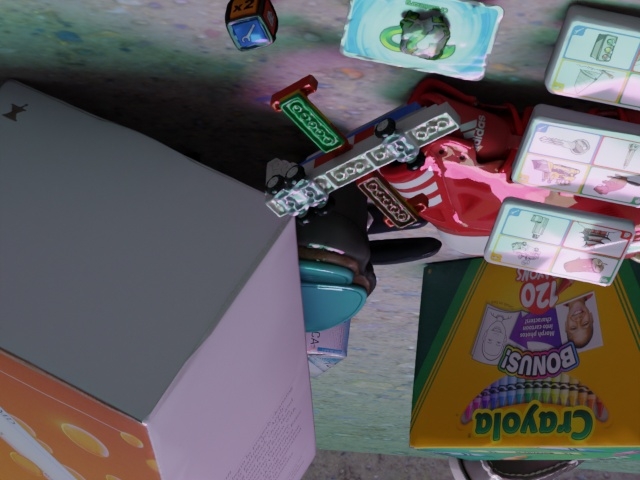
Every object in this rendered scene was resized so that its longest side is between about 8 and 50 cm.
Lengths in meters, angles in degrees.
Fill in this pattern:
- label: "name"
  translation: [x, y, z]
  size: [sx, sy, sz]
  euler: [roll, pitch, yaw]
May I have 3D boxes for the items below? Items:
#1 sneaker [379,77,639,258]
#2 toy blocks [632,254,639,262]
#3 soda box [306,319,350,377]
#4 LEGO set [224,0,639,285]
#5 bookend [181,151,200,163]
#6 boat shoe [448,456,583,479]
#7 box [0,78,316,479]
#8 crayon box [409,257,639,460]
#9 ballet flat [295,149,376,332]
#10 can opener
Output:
- label: "sneaker"
  translation: [0.131, -0.046, 0.943]
  size: [0.221, 0.087, 0.128]
  euler: [-15, 151, 35]
- label: "toy blocks"
  translation: [0.260, 0.000, 1.153]
  size: [0.123, 0.054, 0.148]
  euler: [6, 168, -6]
- label: "soda box"
  translation: [-0.015, 0.104, 1.731]
  size: [0.063, 0.058, 0.183]
  euler: [8, 168, -8]
- label: "LEGO set"
  translation: [0.065, -0.071, 0.881]
  size: [0.244, 0.060, 0.182]
  euler: [10, 135, -4]
- label: "bookend"
  translation: [-0.100, 0.003, 1.240]
  size: [0.157, 0.072, 0.156]
  euler: [-7, 155, 45]
- label: "boat shoe"
  translation: [0.240, 0.155, 1.544]
  size: [0.305, 0.109, 0.091]
  euler: [-24, 172, -42]
- label: "box"
  translation: [-0.139, 0.089, 1.100]
  size: [0.215, 0.168, 0.345]
  euler: [25, 152, 17]
- label: "crayon box"
  translation: [0.202, 0.096, 1.349]
  size: [0.081, 0.165, 0.278]
  euler: [17, 163, -40]
- label: "ballet flat"
  translation: [0.000, 0.000, 1.169]
  size: [0.095, 0.096, 0.280]
  euler: [8, 168, -5]
- label: "can opener"
  translation: [0.014, -0.001, 1.289]
  size: [0.186, 0.073, 0.059]
  euler: [-11, 121, 43]
